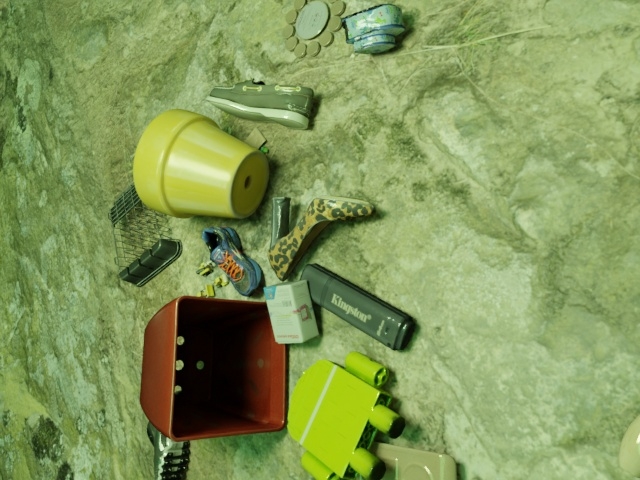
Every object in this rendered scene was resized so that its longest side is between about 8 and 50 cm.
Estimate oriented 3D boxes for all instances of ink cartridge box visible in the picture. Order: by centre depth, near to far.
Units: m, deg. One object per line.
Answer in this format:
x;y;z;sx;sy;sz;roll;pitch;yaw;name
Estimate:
-0.062;0.150;1.160;0.088;0.052;0.123;-10;92;45;ink cartridge box

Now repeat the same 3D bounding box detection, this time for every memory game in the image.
-0.019;-0.527;1.327;0.186;0.012;0.186;-8;76;35;memory game

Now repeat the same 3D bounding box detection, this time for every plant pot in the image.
-0.249;0.269;1.188;0.235;0.267;0.267;-13;72;47;plant pot
-0.262;-0.160;1.298;0.239;0.254;0.254;18;91;21;plant pot

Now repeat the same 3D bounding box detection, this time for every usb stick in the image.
0.063;0.128;1.105;0.278;0.045;0.077;27;98;36;usb stick

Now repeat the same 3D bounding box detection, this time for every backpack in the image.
0.118;-0.439;1.155;0.114;0.105;0.084;-10;97;34;backpack

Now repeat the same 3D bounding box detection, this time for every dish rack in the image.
-0.500;-0.033;1.539;0.208;0.074;0.272;-34;61;25;dish rack

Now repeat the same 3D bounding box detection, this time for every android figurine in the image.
0.034;0.333;1.052;0.272;0.056;0.248;16;80;50;android figurine

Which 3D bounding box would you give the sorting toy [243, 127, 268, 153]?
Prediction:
-0.160;-0.233;1.366;0.062;0.012;0.083;-45;54;14;sorting toy

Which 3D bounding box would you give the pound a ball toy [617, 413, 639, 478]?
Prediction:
0.495;0.350;0.641;0.319;0.208;0.136;41;104;34;pound a ball toy

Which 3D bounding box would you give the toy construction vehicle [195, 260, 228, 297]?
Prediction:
-0.276;0.094;1.366;0.098;0.035;0.086;-29;65;28;toy construction vehicle

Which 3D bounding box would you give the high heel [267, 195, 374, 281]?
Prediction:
0.000;0.000;1.165;0.261;0.093;0.186;2;91;35;high heel

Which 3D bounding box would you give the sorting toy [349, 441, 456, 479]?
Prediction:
0.144;0.464;0.975;0.208;0.038;0.193;-7;76;38;sorting toy

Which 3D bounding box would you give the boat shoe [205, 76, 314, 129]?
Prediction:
-0.146;-0.337;1.323;0.305;0.109;0.091;18;90;31;boat shoe

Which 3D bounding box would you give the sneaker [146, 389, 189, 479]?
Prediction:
-0.372;0.481;1.332;0.106;0.078;0.234;-9;71;37;sneaker

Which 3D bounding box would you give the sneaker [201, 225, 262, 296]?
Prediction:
-0.217;0.049;1.301;0.083;0.087;0.221;-52;56;17;sneaker
